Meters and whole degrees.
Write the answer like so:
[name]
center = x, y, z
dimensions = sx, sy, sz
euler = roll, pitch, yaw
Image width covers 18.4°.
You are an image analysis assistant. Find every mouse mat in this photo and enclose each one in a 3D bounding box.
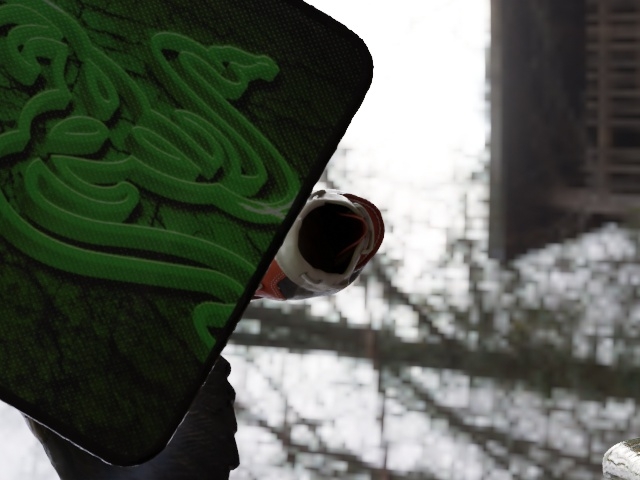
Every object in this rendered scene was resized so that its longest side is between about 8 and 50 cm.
[mouse mat]
center = -0.094, -0.042, 0.572
dimensions = 0.152, 0.190, 0.007
euler = -61, 10, -14

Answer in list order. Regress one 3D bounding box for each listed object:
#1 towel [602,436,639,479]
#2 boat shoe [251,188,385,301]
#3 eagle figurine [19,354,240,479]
[towel]
center = 0.146, 0.068, 0.614
dimensions = 0.237, 0.102, 0.021
euler = 41, -145, -85
[boat shoe]
center = 0.000, 0.000, 0.861
dimensions = 0.137, 0.043, 0.049
euler = -14, -93, -63
[eagle figurine]
center = -0.187, 0.012, 0.959
dimensions = 0.225, 0.226, 0.298
euler = -30, -62, -39
